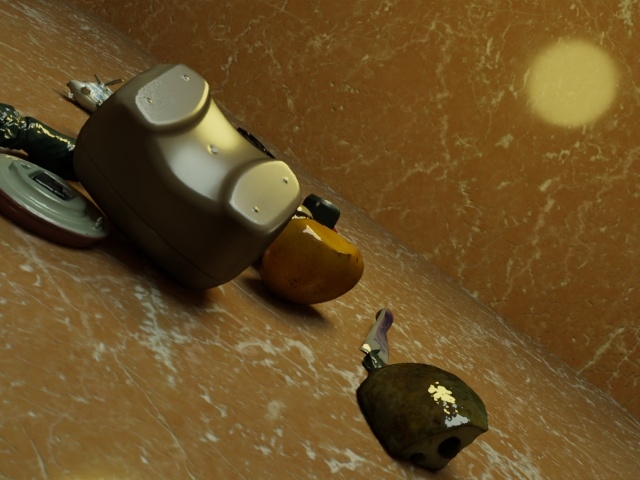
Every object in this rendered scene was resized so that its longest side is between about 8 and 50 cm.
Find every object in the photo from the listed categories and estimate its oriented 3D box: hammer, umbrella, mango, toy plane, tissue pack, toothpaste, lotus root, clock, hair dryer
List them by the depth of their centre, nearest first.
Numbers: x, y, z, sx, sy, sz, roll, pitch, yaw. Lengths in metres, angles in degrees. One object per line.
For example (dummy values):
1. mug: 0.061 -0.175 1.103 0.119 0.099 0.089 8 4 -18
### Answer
1. clock: -0.465 -0.073 1.411 0.244 0.056 0.244 33 11 -7
2. tissue pack: -0.253 -0.103 1.523 0.387 0.277 0.267 44 35 -5
3. lotus root: 0.192 0.301 1.563 0.210 0.142 0.314 30 10 -19
4. umbrella: -0.518 -0.172 1.576 0.143 0.094 0.348 35 6 34
5. hammer: 0.212 0.320 1.829 0.287 0.033 0.111 32 12 -20
6. mango: -0.020 0.056 1.841 0.290 0.191 0.160 18 33 -46
7. toothpaste: 0.145 0.226 2.004 0.075 0.048 0.301 62 15 -8
8. hair dryer: -0.086 -0.050 2.225 0.107 0.189 0.352 30 -2 -31
9. toy plane: -0.573 -0.352 2.294 0.182 0.107 0.273 -11 -48 40

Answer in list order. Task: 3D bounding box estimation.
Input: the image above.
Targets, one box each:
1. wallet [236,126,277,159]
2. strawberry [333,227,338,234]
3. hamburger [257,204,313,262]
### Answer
1. wallet: -0.197 -0.141 2.093 0.071 0.221 0.262 32 9 -43
2. strawberry: 0.000 -0.006 2.376 0.148 0.131 0.131 32 8 29
3. hamburger: -0.082 -0.021 1.971 0.175 0.175 0.137 24 55 -47
